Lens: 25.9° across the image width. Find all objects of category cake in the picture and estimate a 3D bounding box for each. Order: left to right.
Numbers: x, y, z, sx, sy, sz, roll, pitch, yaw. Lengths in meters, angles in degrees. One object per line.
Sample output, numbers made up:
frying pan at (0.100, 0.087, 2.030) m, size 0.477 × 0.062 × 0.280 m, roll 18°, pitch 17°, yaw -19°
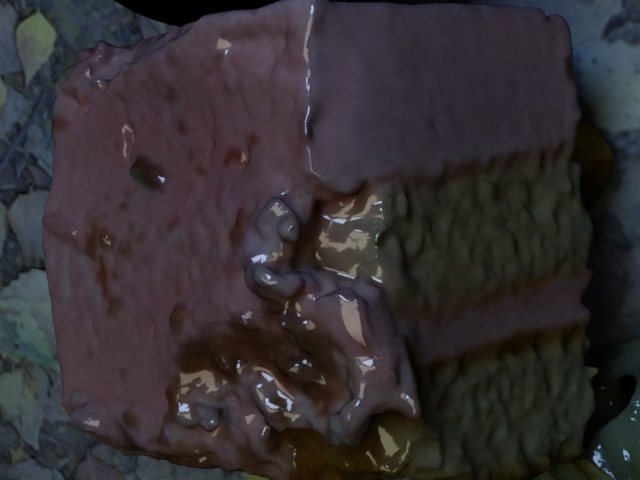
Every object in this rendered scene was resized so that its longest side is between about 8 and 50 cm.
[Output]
cake at (0.000, 0.000, 0.932) m, size 0.314 × 0.293 × 0.306 m, roll 0°, pitch 93°, yaw 43°

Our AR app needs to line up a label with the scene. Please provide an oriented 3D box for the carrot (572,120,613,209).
carrot at (0.117, 0.041, 1.064) m, size 0.066 × 0.066 × 0.314 m, roll 41°, pitch 122°, yaw 16°

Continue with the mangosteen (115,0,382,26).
mangosteen at (-0.055, -0.272, 0.945) m, size 0.297 × 0.297 × 0.313 m, roll -46°, pitch 74°, yaw 31°

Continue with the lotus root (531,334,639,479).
lotus root at (0.298, 0.197, 0.958) m, size 0.314 × 0.142 × 0.210 m, roll 44°, pitch 157°, yaw 9°
